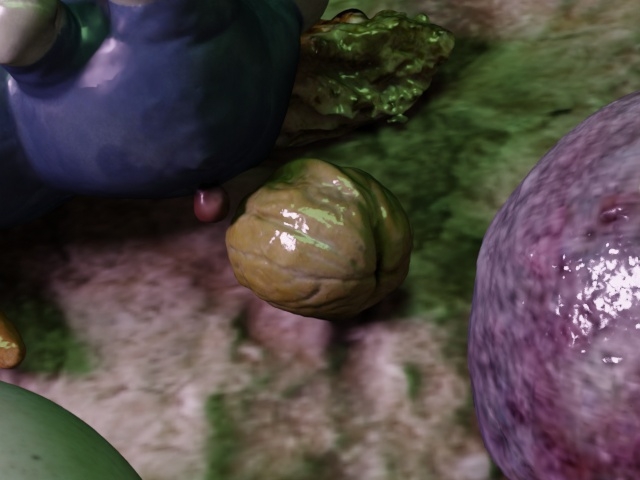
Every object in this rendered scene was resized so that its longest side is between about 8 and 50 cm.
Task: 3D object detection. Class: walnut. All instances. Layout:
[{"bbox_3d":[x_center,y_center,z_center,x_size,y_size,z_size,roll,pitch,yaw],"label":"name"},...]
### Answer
[{"bbox_3d":[0.000,0.000,0.758,0.092,0.092,0.092,-6,44,6],"label":"walnut"}]

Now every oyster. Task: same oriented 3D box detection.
[{"bbox_3d":[-0.012,-0.094,0.882,0.177,0.056,0.105,-4,36,14],"label":"oyster"}]

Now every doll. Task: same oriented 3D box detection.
[{"bbox_3d":[-0.139,-0.082,0.779,0.258,0.154,0.228,-1,3,20],"label":"doll"}]

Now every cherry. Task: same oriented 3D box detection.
[{"bbox_3d":[0.146,0.028,0.622,0.195,0.195,0.195,-6,44,6],"label":"cherry"}]

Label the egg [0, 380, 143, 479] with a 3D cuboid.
[{"bbox_3d":[-0.127,0.147,0.565,0.169,0.169,0.236,-24,41,-13],"label":"egg"}]

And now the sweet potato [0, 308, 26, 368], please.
[{"bbox_3d":[-0.218,0.025,0.800,0.202,0.058,0.055,16,92,31],"label":"sweet potato"}]
